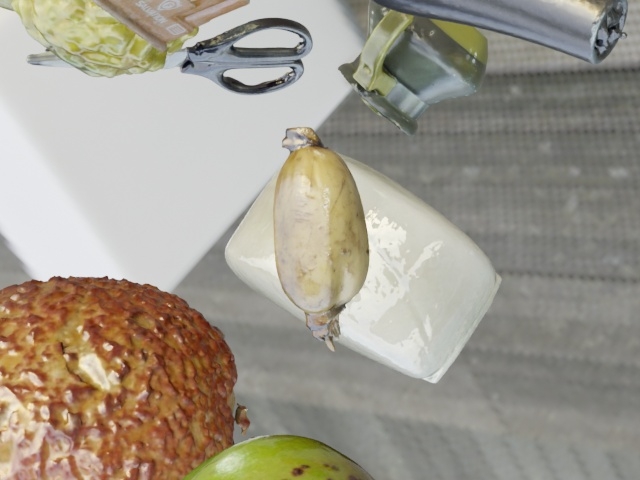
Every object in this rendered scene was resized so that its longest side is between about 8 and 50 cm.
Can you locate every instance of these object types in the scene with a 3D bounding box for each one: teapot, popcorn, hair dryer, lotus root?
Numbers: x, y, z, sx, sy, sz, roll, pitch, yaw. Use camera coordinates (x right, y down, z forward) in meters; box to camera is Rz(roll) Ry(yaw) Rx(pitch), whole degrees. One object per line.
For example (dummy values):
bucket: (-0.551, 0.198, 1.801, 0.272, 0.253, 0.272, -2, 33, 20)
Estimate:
teapot: (0.079, -0.170, 1.605, 0.130, 0.119, 0.166, 44, -171, 19)
popcorn: (-0.202, -0.248, 1.648, 0.189, 0.218, 0.169, 39, 109, 7)
hair dryer: (0.133, -0.255, 1.120, 0.235, 0.271, 0.091, 28, 177, 26)
lotus root: (0.000, 0.000, 1.150, 0.072, 0.063, 0.152, -125, 30, -79)

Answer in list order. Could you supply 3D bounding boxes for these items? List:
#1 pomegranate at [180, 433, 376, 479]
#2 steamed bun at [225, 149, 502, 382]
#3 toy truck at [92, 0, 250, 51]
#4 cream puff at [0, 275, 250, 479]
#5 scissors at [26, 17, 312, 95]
pomegranate: (-0.039, 0.196, 0.987, 0.159, 0.205, 0.159, 30, 127, 50)
steamed bun: (0.026, 0.012, 1.555, 0.164, 0.146, 0.242, 39, 173, -40)
toy truck: (-0.114, -0.331, 1.314, 0.184, 0.338, 0.133, -18, 162, 16)
cream puff: (-0.238, 0.167, 1.559, 0.350, 0.350, 0.228, 18, 153, 33)
scissors: (-0.154, -0.188, 1.805, 0.109, 0.300, 0.022, 113, 148, -49)
